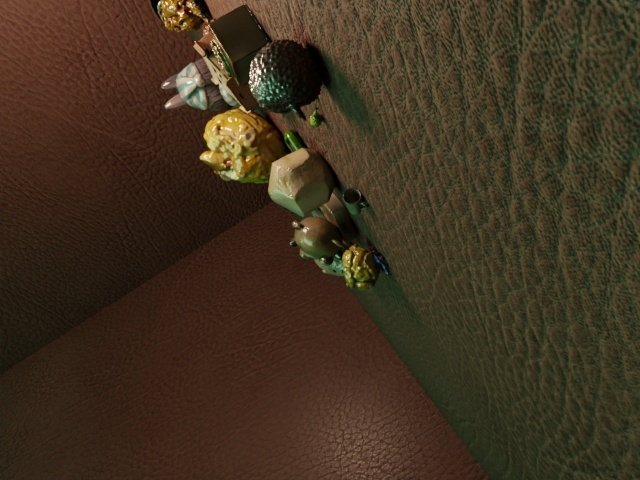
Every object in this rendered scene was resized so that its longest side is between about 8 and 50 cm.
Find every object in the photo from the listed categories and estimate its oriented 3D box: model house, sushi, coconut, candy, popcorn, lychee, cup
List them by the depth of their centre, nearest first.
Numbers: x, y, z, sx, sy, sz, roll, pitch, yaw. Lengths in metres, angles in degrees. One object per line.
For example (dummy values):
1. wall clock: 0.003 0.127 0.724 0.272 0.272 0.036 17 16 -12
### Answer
1. lychee: -0.078 -0.352 1.067 0.165 0.165 0.197 115 142 -84
2. candy: -0.011 -0.347 1.271 0.035 0.035 0.123 45 163 16
3. cup: 0.111 -0.118 1.450 0.083 0.075 0.054 60 -148 -65
4. model house: -0.271 -0.577 1.654 0.244 0.169 0.326 50 177 2
5. coconut: -0.074 -0.199 1.664 0.241 0.241 0.241 56 175 7
6. popcorn: 0.146 0.098 1.811 0.168 0.173 0.195 56 -169 -4
7. sushi: -0.580 -0.972 1.987 0.200 0.213 0.204 20 -134 -60
8. popcorn: -0.339 -0.436 2.205 0.344 0.390 0.354 -11 85 43

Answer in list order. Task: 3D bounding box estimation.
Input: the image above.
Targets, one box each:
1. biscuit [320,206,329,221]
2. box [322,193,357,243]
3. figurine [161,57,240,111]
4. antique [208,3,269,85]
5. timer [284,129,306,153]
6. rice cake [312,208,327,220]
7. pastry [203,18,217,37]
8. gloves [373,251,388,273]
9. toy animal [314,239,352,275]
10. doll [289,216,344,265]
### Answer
1. biscuit: 0.014 -0.153 2.132 0.199 0.034 0.064 58 175 -27
2. box: 0.068 -0.096 1.895 0.141 0.058 0.201 53 174 42
3. figurine: -0.505 -0.651 2.134 0.266 0.377 0.361 61 175 -37
4. antique: -0.231 -0.554 1.382 0.152 0.148 0.147 59 174 8
5. timer: -0.091 -0.360 1.828 0.128 0.047 0.140 56 175 -4
6. rice cake: -0.002 -0.117 2.570 0.198 0.037 0.189 53 173 44
7. pastry: -0.394 -0.771 1.903 0.115 0.097 0.208 10 134 60
8. gloves: 0.221 0.083 1.716 0.086 0.026 0.064 60 173 -34
9. toy animal: 0.046 0.039 2.224 0.358 0.188 0.226 55 171 26
10. doll: 0.000 0.000 1.938 0.235 0.174 0.330 26 173 6
